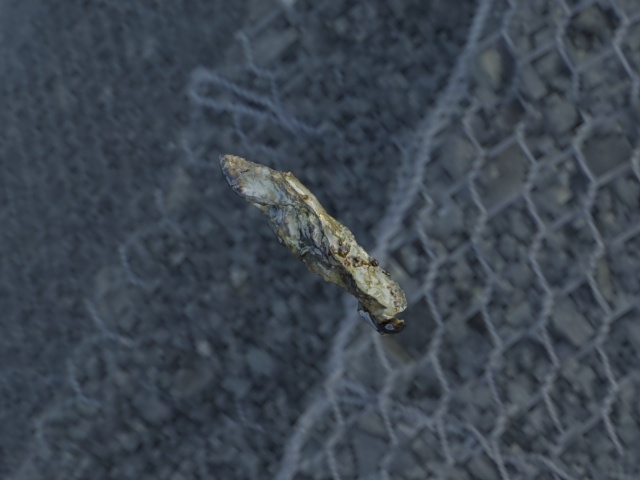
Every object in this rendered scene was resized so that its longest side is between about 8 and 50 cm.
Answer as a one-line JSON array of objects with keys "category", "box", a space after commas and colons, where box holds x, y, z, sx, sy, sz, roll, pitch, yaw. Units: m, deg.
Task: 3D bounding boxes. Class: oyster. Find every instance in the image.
[{"category": "oyster", "box": [-0.001, 0.001, 1.068, 0.029, 0.086, 0.132, -44, 68, 7]}]
